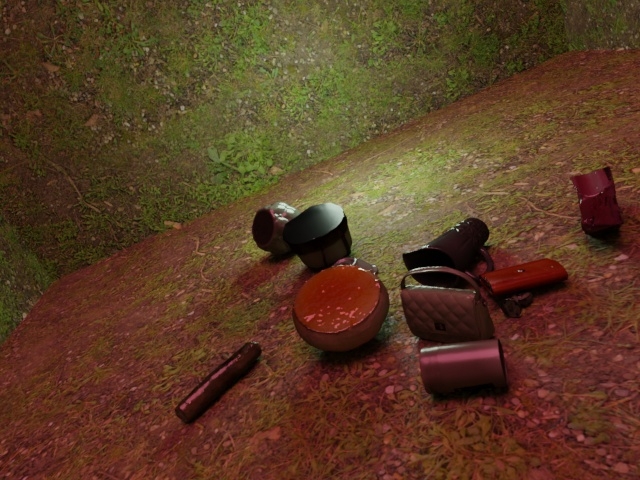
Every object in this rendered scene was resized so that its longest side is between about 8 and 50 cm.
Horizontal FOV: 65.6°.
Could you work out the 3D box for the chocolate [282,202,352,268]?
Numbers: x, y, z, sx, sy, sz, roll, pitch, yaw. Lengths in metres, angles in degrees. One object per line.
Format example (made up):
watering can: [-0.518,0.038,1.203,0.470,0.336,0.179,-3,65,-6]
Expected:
chocolate: [0.000,0.000,2.024,0.283,0.186,0.283,-16,32,10]

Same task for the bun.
bun: [0.071,0.217,1.496,0.299,0.165,0.299,-13,41,12]

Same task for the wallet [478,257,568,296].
wallet: [0.560,0.099,1.388,0.204,0.045,0.142,-14,13,5]

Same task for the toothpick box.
toothpick box: [0.328,0.290,1.145,0.181,0.111,0.111,-13,25,22]

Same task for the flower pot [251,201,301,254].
flower pot: [-0.186,-0.055,2.264,0.195,0.246,0.246,0,1,-44]

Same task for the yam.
yam: [-0.307,0.427,1.525,0.317,0.071,0.067,-40,-9,-34]

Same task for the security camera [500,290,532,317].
security camera: [0.527,0.160,1.328,0.058,0.058,0.092,-1,23,44]

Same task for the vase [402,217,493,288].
vase: [0.441,0.036,1.585,0.251,0.156,0.301,28,43,29]

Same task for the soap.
soap: [0.821,-0.113,1.471,0.112,0.182,0.289,-16,23,29]

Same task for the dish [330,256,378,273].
dish: [0.091,0.116,1.814,0.224,0.078,0.246,-31,23,-14]

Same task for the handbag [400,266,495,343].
handbag: [0.315,0.166,1.295,0.256,0.219,0.079,0,30,47]
